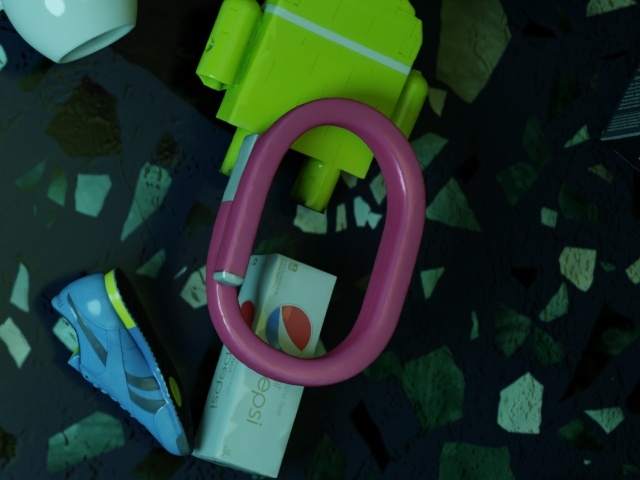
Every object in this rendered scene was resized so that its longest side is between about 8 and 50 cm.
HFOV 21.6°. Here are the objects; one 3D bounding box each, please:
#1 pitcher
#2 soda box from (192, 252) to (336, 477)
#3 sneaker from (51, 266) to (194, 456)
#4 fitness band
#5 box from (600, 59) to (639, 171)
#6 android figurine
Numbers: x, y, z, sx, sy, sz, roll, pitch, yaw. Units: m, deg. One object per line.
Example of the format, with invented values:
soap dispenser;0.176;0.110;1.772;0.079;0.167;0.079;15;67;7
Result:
pitcher;-0.280;-0.264;1.571;0.178;0.125;0.207;-28;90;-6
soda box;-0.057;0.125;1.689;0.074;0.069;0.216;22;77;-26
sneaker;-0.191;0.126;1.629;0.082;0.069;0.209;-23;110;6
fitness band;0.000;0.000;1.658;0.209;0.054;0.291;23;76;-25
box;0.448;-0.163;1.951;0.153;0.108;0.207;37;71;-21
android figurine;0.000;-0.173;1.713;0.248;0.056;0.273;20;92;-26
